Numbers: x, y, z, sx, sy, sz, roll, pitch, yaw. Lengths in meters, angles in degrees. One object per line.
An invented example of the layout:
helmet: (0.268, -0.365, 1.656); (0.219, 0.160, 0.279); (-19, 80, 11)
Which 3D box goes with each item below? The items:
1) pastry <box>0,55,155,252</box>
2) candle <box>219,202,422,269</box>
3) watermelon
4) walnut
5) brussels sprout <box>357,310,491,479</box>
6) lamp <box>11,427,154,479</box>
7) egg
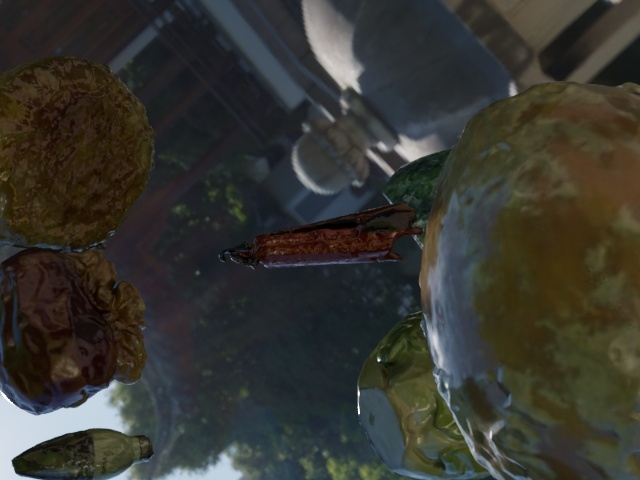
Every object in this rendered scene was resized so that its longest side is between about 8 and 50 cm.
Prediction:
pastry: (-0.317, -0.101, 1.056); (0.120, 0.236, 0.257); (14, -174, 36)
candle: (0.000, 0.000, 1.298); (0.059, 0.301, 0.084); (83, 180, -69)
watermelon: (0.289, -0.033, 1.889); (0.258, 0.228, 0.387); (64, -178, -45)
walnut: (-0.397, 0.124, 1.361); (0.269, 0.243, 0.222); (63, -179, 11)
brussels sprout: (0.157, 0.199, 1.145); (0.244, 0.244, 0.244); (47, -179, -1)
lamp: (-0.429, 0.393, 1.611); (0.250, 0.101, 0.101); (-3, -151, -26)
egg: (0.150, 0.035, 0.458); (0.245, 0.203, 0.203); (64, 178, -11)
